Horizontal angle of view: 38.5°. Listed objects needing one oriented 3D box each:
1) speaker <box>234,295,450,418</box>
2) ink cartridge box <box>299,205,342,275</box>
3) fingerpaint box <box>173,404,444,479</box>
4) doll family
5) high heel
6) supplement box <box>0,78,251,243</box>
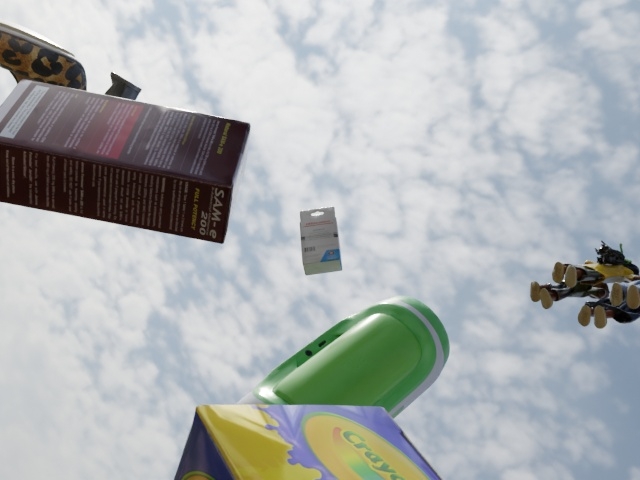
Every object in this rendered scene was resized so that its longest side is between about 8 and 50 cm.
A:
[{"bbox_3d":[0.022,0.177,1.063,0.131,0.296,0.131,25,-49,34],"label":"speaker"},{"bbox_3d":[0.000,0.000,1.159,0.028,0.048,0.083,77,7,-54],"label":"ink cartridge box"},{"bbox_3d":[0.022,0.367,0.502,0.445,0.163,0.371,46,-58,50],"label":"fingerpaint box"},{"bbox_3d":[0.313,0.049,0.946,0.193,0.111,0.076,-147,-120,-60],"label":"doll family"},{"bbox_3d":[-0.337,-0.139,1.050,0.093,0.261,0.186,33,-84,37],"label":"high heel"},{"bbox_3d":[-0.197,-0.080,0.903,0.239,0.130,0.073,11,-55,-2],"label":"supplement box"}]
